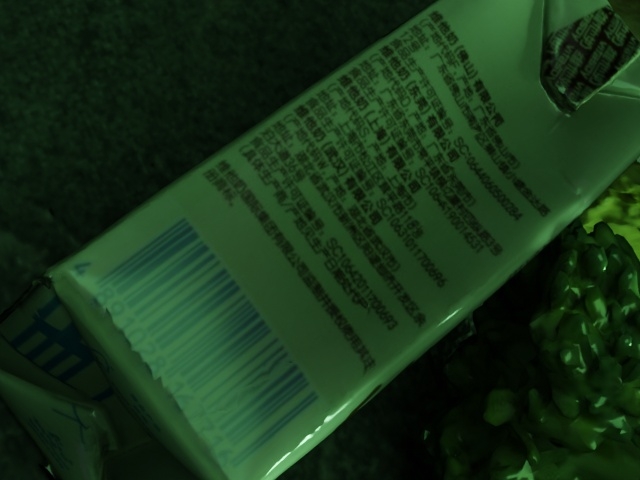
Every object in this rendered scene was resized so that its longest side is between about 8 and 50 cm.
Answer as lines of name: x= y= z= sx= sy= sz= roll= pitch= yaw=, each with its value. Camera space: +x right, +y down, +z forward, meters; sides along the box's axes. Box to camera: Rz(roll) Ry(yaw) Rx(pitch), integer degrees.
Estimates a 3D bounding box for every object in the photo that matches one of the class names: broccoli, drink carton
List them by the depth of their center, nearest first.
drink carton: x=-0.001 y=0.000 z=0.703 sx=0.324 sy=0.194 sz=0.132 roll=-39 pitch=95 yaw=-27
broccoli: x=0.178 y=0.162 z=0.735 sx=0.277 sy=0.317 sz=0.338 roll=22 pitch=45 yaw=-18

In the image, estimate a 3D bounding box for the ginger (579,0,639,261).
ginger: x=0.239 y=-0.073 z=0.888 sx=0.275 sy=0.130 sz=0.221 roll=39 pitch=63 yaw=-19
